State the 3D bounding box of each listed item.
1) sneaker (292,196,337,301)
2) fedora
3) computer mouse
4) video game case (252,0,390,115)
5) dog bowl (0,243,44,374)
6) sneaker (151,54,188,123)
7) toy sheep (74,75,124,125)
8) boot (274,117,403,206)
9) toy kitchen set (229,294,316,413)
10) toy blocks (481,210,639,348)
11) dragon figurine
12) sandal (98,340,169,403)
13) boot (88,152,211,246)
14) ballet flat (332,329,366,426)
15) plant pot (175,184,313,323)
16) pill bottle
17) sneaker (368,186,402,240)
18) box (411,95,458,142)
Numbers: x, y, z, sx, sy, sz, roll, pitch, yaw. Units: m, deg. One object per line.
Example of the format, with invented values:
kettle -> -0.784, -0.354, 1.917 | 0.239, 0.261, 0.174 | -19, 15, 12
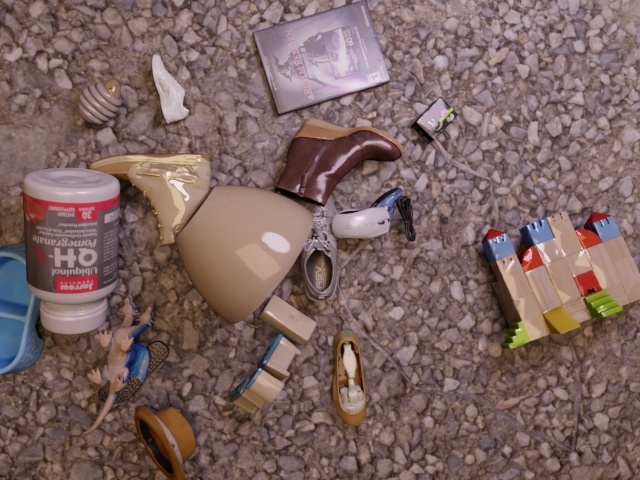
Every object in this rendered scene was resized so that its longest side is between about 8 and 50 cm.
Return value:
sneaker -> 0.000, 0.000, 1.182 | 0.105, 0.115, 0.281 | -9, 90, -5
fedora -> -0.333, 0.436, 1.169 | 0.079, 0.194, 0.194 | -30, 94, -40
computer mouse -> 0.122, -0.037, 1.177 | 0.193, 0.042, 0.106 | -9, 104, -12
video game case -> 0.003, -0.421, 1.219 | 0.274, 0.026, 0.196 | -18, 93, -5
dog bowl -> -0.688, 0.154, 1.154 | 0.166, 0.074, 0.297 | 13, 90, -5
sneaker -> -0.339, -0.340, 1.184 | 0.061, 0.054, 0.152 | -17, 99, -13
toy sheep -> -0.486, -0.299, 1.155 | 0.132, 0.091, 0.091 | -44, 94, 12
boot -> 0.042, -0.158, 1.169 | 0.248, 0.090, 0.206 | 16, 66, 9
toy kitchen set -> -0.132, 0.262, 1.209 | 0.122, 0.166, 0.207 | 35, 52, -5
toy blocks -> 0.543, 0.057, 1.215 | 0.381, 0.191, 0.260 | -20, 82, -3
dragon figurine -> -0.422, 0.262, 1.135 | 0.085, 0.144, 0.289 | 6, 83, 4
sandal -> -0.420, 0.300, 1.201 | 0.179, 0.040, 0.067 | -42, 100, -17
boot -> -0.369, -0.086, 1.166 | 0.262, 0.095, 0.203 | -3, 93, -7
ballet flat -> 0.065, 0.324, 1.218 | 0.080, 0.073, 0.232 | -8, 92, -4
plant pot -> -0.176, -0.003, 1.069 | 0.191, 0.284, 0.284 | 38, 88, -16
pill bottle -> -0.509, 0.023, 1.092 | 0.176, 0.176, 0.318 | 7, 109, -5
sneaker -> 0.144, -0.062, 1.228 | 0.059, 0.053, 0.144 | 42, 93, -10
box -> 0.265, -0.280, 1.230 | 0.062, 0.052, 0.083 | 43, 89, -5
